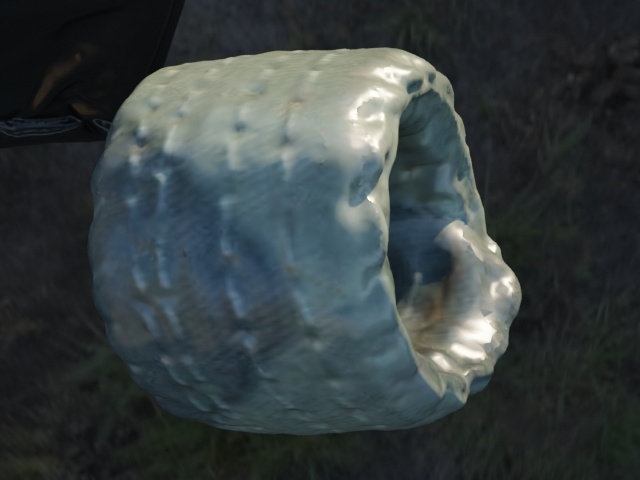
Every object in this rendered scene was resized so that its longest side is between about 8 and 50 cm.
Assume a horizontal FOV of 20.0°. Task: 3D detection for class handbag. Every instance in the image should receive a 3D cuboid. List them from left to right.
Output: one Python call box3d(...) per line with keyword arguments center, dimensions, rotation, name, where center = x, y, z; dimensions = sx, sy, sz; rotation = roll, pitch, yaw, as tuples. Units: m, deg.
box3d(center=(-0.210, -0.201, 1.077), dimensions=(0.275, 0.302, 0.178), rotation=(-2, 48, -27), name="handbag")

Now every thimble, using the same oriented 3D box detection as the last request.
box3d(center=(0.000, 0.000, 0.962), dimensions=(0.171, 0.250, 0.205), rotation=(-5, 83, 21), name="thimble")
